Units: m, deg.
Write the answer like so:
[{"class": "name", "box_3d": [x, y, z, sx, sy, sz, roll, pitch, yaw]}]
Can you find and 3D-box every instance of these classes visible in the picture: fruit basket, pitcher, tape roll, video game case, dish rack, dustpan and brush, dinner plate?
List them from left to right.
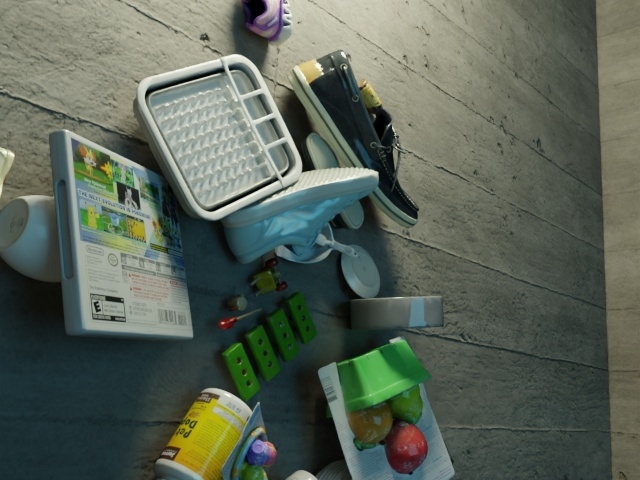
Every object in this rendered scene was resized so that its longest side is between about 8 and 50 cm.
[{"class": "pitcher", "box_3d": [-0.399, -0.013, 1.127, 0.207, 0.125, 0.177, 34, 50, -53]}, {"class": "video game case", "box_3d": [-0.311, 0.010, 1.151, 0.329, 0.036, 0.300, 28, 51, -70]}, {"class": "dish rack", "box_3d": [-0.200, -0.198, 1.383, 0.333, 0.072, 0.285, -33, 100, -49]}, {"class": "dustpan and brush", "box_3d": [0.000, 0.000, 1.619, 0.211, 0.060, 0.147, 29, 63, -43]}, {"class": "dinner plate", "box_3d": [0.103, 0.073, 1.732, 0.141, 0.017, 0.141, 29, 46, -36]}, {"class": "fruit basket", "box_3d": [0.147, 0.419, 1.608, 0.327, 0.165, 0.353, -12, 86, -46]}, {"class": "tape roll", "box_3d": [0.179, 0.171, 1.676, 0.219, 0.219, 0.072, 4, 81, -49]}]

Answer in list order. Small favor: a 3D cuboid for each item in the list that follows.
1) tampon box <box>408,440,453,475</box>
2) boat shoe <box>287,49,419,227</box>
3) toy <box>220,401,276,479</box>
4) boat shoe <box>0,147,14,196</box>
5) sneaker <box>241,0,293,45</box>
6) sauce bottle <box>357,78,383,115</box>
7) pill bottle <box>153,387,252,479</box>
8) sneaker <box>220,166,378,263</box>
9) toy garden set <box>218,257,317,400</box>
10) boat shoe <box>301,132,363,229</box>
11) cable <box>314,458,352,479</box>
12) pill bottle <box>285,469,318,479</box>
[{"class": "tampon box", "box_3d": [0.230, 0.560, 1.746, 0.161, 0.120, 0.101, -47, 119, -42]}, {"class": "boat shoe", "box_3d": [0.117, -0.229, 1.683, 0.500, 0.156, 0.187, 53, 7, -26]}, {"class": "toy", "box_3d": [-0.118, 0.414, 1.323, 0.237, 0.056, 0.137, 93, 22, -54]}, {"class": "boat shoe", "box_3d": [-0.503, -0.083, 1.068, 0.045, 0.050, 0.135, 31, 51, -38]}, {"class": "sneaker", "box_3d": [-0.125, -0.549, 1.549, 0.104, 0.095, 0.236, -1, 85, -41]}, {"class": "sauce bottle", "box_3d": [0.134, -0.359, 1.848, 0.128, 0.042, 0.042, 49, 51, -33]}, {"class": "pill bottle", "box_3d": [-0.215, 0.379, 1.267, 0.117, 0.117, 0.215, 55, 47, -28]}, {"class": "sneaker", "box_3d": [-0.036, -0.052, 1.500, 0.366, 0.135, 0.150, -18, 113, -21]}, {"class": "toy garden set", "box_3d": [-0.126, 0.171, 1.460, 0.244, 0.049, 0.204, -38, 114, -44]}, {"class": "boat shoe", "box_3d": [0.014, -0.131, 1.644, 0.254, 0.079, 0.095, 56, 45, -30]}, {"class": "cable", "box_3d": [0.057, 0.612, 1.562, 0.257, 0.089, 0.257, -39, 113, -45]}, {"class": "pill bottle", "box_3d": [-0.087, 0.544, 1.374, 0.208, 0.119, 0.119, -28, 105, -43]}]
